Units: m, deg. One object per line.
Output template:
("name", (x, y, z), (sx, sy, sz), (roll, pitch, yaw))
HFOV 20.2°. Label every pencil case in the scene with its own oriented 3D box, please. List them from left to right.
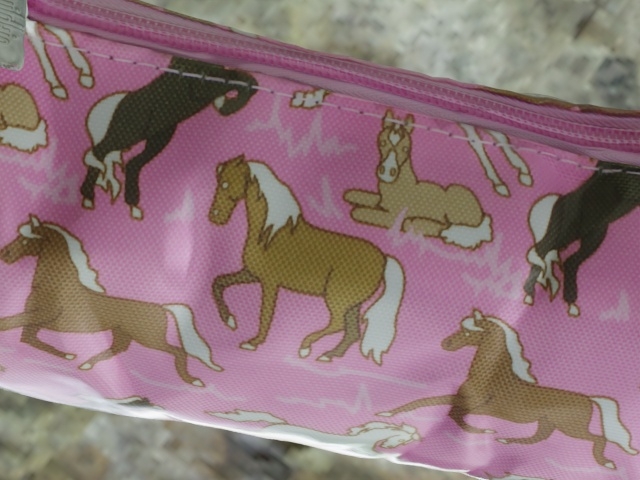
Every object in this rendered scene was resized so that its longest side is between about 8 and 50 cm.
("pencil case", (0.000, 0.000, 0.691), (0.386, 0.160, 0.167), (13, -14, -9))
